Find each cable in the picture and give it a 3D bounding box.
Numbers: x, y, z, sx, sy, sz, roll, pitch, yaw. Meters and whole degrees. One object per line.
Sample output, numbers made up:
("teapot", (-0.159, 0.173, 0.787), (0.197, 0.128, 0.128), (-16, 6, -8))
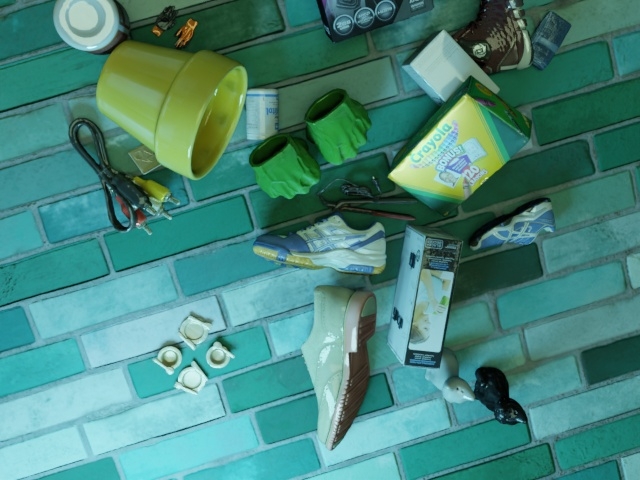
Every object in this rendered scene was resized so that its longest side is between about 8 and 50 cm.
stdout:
("cable", (-0.446, -0.130, 1.669), (0.287, 0.072, 0.139), (45, 97, 0))

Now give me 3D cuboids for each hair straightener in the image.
("hair straightener", (0.106, -0.101, 1.730), (0.230, 0.047, 0.089), (7, 99, -2))

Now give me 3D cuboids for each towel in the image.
("towel", (0.500, -0.442, 1.708), (0.067, 0.029, 0.119), (30, 96, -11))

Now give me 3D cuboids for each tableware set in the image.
("tableware set", (-0.290, 0.264, 1.763), (0.141, 0.020, 0.169), (43, 93, -11))

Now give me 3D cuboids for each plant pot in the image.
("plant pot", (-0.307, -0.282, 1.560), (0.239, 0.254, 0.254), (24, 97, 6))

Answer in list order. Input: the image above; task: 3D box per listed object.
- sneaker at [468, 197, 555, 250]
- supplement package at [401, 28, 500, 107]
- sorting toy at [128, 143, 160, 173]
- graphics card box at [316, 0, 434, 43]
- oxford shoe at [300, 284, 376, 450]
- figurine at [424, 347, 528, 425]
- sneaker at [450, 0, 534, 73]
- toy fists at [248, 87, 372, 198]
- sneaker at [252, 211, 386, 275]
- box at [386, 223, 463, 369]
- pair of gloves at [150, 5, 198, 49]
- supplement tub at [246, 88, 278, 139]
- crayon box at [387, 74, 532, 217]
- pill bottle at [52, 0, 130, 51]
("sneaker", (0.439, -0.021, 1.753), (0.211, 0.080, 0.081), (-25, 99, 0))
("supplement package", (0.278, -0.350, 1.665), (0.179, 0.105, 0.105), (43, 93, -10))
("sorting toy", (-0.362, -0.184, 1.659), (0.083, 0.012, 0.062), (-35, 84, -24))
("graphics card box", (0.076, -0.611, 1.548), (0.232, 0.094, 0.371), (-19, 122, -3))
("oxford shoe", (0.029, 0.285, 1.765), (0.146, 0.140, 0.397), (15, 105, 23))
("figurine", (0.346, 0.335, 1.742), (0.214, 0.209, 0.092), (23, 97, -9))
("sneaker", (0.346, -0.489, 1.651), (0.162, 0.106, 0.282), (-14, 95, 9))
("toy fists", (-0.019, -0.199, 1.652), (0.279, 0.096, 0.142), (-38, 131, 1))
("sneaker", (0.000, 0.000, 1.716), (0.296, 0.112, 0.131), (7, 82, -8))
("box", (0.226, 0.121, 1.715), (0.087, 0.169, 0.290), (8, 98, -9))
("pair of gloves", (-0.308, -0.450, 1.636), (0.083, 0.010, 0.074), (33, 97, -8))
("supplement tub", (-0.125, -0.271, 1.657), (0.071, 0.071, 0.107), (-1, 101, -5))
("crayon box", (0.290, -0.193, 1.634), (0.165, 0.081, 0.278), (34, 133, -10))
("pill bottle", (-0.443, -0.429, 1.522), (0.121, 0.216, 0.121), (-1, 100, -6))
